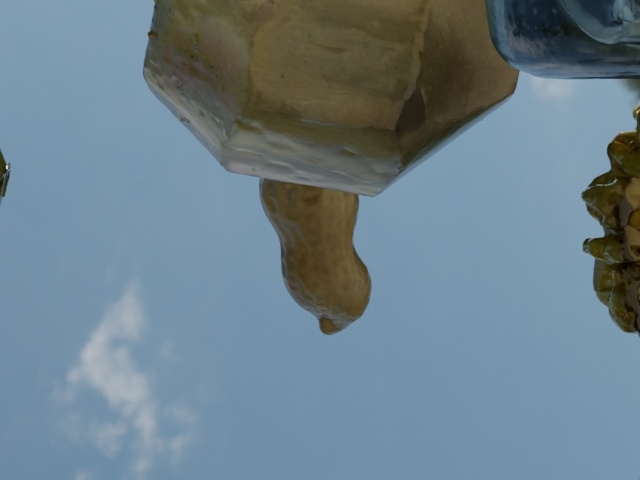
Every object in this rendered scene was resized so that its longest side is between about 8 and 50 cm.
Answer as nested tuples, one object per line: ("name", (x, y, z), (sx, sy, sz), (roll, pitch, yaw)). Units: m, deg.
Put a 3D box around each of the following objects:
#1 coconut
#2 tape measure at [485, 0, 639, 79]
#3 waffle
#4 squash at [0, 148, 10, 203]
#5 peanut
("coconut", (0.024, -0.208, 1.343), (0.352, 0.353, 0.352), (7, -98, -53))
("tape measure", (0.217, -0.157, 0.776), (0.256, 0.275, 0.147), (-1, -83, -14))
("waffle", (0.323, -0.053, 1.268), (0.329, 0.062, 0.329), (-22, -58, -40))
("squash", (-0.264, -0.051, 1.084), (0.090, 0.075, 0.200), (-44, -50, -71))
("peanut", (0.000, 0.000, 1.722), (0.117, 0.101, 0.263), (-27, -58, -24))
